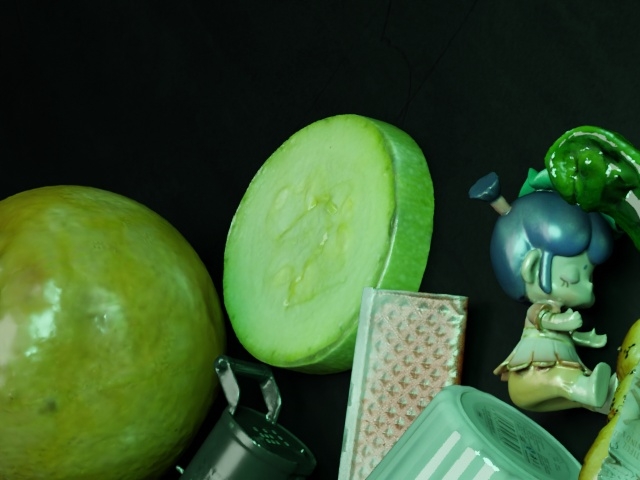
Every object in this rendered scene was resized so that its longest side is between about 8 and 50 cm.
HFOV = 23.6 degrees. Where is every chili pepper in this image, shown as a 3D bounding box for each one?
[{"bbox_3d":[0.251,0.024,1.036,0.257,0.074,0.100,57,137,18],"label":"chili pepper"}]

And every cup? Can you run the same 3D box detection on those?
[{"bbox_3d":[0.117,0.242,1.152,0.202,0.221,0.167,-55,7,15],"label":"cup"}]

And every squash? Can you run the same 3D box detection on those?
[{"bbox_3d":[0.000,0.000,1.437,0.252,0.049,0.252,-21,60,43],"label":"squash"}]

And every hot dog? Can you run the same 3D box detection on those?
[{"bbox_3d":[0.217,0.136,1.057,0.059,0.108,0.191,10,46,25],"label":"hot dog"}]

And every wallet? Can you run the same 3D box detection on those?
[{"bbox_3d":[0.069,0.139,1.289,0.103,0.020,0.196,3,82,32],"label":"wallet"}]

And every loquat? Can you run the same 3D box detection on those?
[{"bbox_3d":[-0.249,0.103,1.487,0.328,0.328,0.328,-22,60,43],"label":"loquat"}]

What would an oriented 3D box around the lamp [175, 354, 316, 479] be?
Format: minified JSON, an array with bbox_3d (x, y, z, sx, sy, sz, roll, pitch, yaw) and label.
[{"bbox_3d":[-0.081,0.245,1.382,0.172,0.147,0.227,41,101,33],"label":"lamp"}]

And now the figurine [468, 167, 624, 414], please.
[{"bbox_3d":[0.175,0.037,1.172,0.102,0.111,0.195,-5,70,27],"label":"figurine"}]
